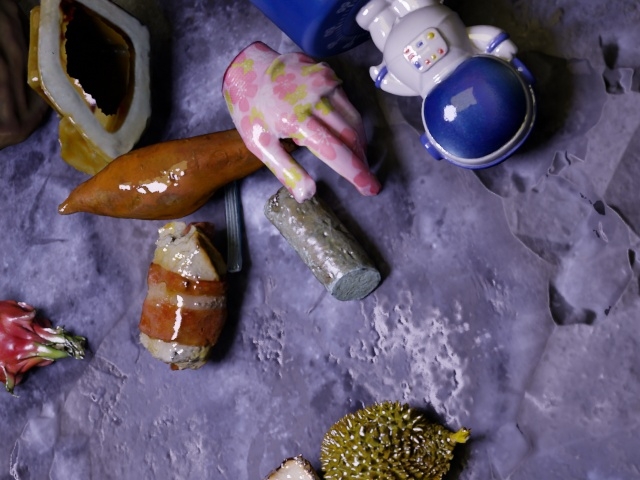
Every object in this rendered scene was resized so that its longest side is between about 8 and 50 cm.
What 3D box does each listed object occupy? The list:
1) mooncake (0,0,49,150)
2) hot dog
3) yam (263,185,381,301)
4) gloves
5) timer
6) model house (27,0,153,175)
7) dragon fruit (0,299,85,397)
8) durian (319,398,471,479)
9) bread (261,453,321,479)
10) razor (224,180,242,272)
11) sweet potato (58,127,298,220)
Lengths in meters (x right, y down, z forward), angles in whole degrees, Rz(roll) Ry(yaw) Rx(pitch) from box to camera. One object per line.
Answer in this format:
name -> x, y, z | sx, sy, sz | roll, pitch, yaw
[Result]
mooncake -> -0.550, -0.268, 1.538 | 0.156, 0.284, 0.284 | -13, 76, 27
hot dog -> -0.182, 0.076, 1.382 | 0.146, 0.103, 0.213 | 30, 107, 48
yam -> 0.000, 0.000, 1.310 | 0.078, 0.078, 0.179 | -45, 65, 17
gloves -> -0.013, -0.147, 1.278 | 0.241, 0.145, 0.126 | 36, 134, 18
timer -> 0.115, -0.254, 1.207 | 0.270, 0.270, 0.383 | -41, 80, 18
model house -> -0.363, -0.228, 1.497 | 0.239, 0.173, 0.267 | -13, 72, 59
dragon fruit -> -0.465, 0.162, 1.524 | 0.236, 0.135, 0.137 | 19, 86, 13
durian -> 0.086, 0.264, 1.210 | 0.208, 0.102, 0.146 | -19, 68, 22
bread -> -0.024, 0.346, 1.280 | 0.126, 0.044, 0.129 | -52, 58, 32
razor -> -0.125, -0.047, 1.407 | 0.068, 0.037, 0.191 | -12, 76, 17
sweet potato -> -0.204, -0.082, 1.363 | 0.359, 0.112, 0.112 | -14, 76, 16
